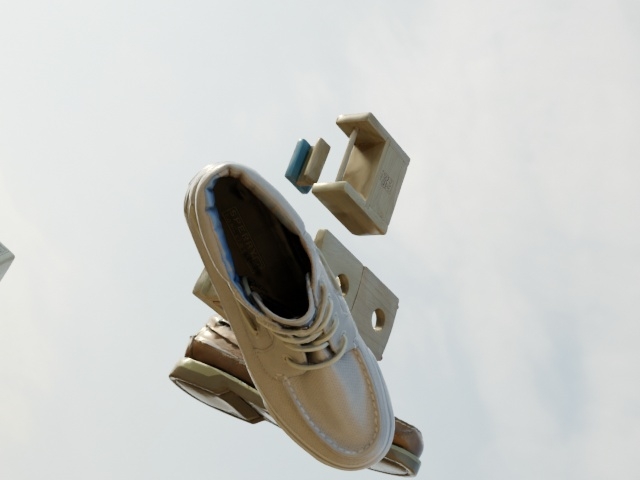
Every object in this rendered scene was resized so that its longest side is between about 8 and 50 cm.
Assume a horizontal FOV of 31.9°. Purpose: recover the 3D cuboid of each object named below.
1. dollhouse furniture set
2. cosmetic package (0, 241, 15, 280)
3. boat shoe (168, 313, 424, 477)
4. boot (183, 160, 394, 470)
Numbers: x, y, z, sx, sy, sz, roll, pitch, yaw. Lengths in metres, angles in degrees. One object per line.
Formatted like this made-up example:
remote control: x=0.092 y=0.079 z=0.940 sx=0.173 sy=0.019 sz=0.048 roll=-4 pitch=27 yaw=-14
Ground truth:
dollhouse furniture set: x=0.000 y=0.000 z=1.018 sx=0.129 sy=0.184 sz=0.129 roll=-1 pitch=-32 yaw=38
cosmetic package: x=-0.282 y=0.022 z=0.810 sx=0.060 sy=0.115 sz=0.041 roll=41 pitch=-65 yaw=7
boat shoe: x=-0.019 y=0.144 z=1.142 sx=0.307 sy=0.104 sz=0.111 roll=18 pitch=-23 yaw=31
boot: x=-0.022 y=0.061 z=0.798 sx=0.258 sy=0.095 sz=0.123 roll=59 pitch=-4 yaw=-4
